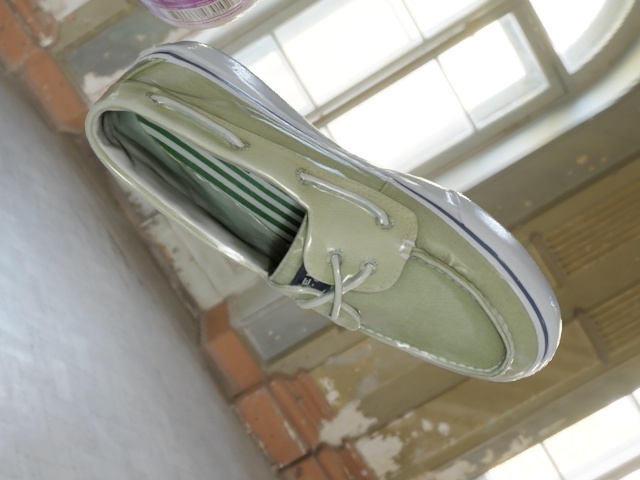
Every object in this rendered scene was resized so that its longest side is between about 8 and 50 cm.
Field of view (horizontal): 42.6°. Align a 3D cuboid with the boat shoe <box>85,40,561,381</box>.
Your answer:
[{"bbox_3d":[0.000,0.000,0.477,0.302,0.109,0.094,33,39,1],"label":"boat shoe"}]

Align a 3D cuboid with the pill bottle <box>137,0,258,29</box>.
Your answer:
[{"bbox_3d":[-0.148,-0.316,0.735,0.169,0.169,0.301,60,5,9],"label":"pill bottle"}]
